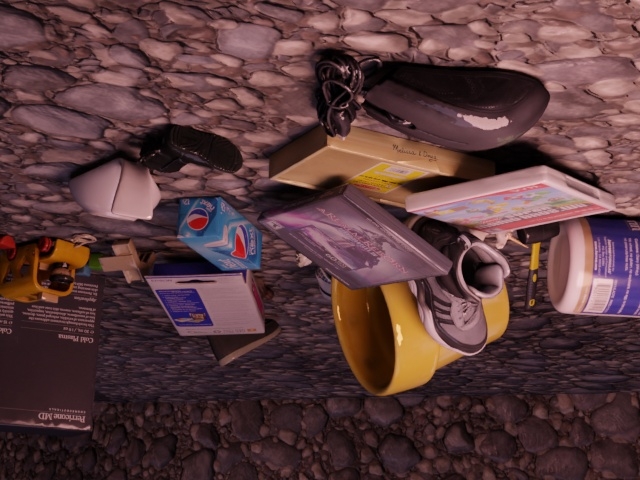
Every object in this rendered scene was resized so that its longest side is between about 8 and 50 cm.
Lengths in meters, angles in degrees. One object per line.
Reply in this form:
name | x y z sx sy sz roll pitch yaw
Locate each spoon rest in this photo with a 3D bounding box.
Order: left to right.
spoon rest | -0.283 -0.072 1.712 0.137 0.084 0.276 10 179 -18

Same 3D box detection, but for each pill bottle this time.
pill bottle | 0.498 0.045 1.857 0.264 0.153 0.153 4 165 -5

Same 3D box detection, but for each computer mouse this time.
computer mouse | 0.128 -0.144 1.378 0.272 0.072 0.188 3 164 0

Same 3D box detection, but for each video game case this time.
video game case | 0.044 0.001 1.745 0.196 0.026 0.274 36 159 -19
video game case | 0.272 -0.052 1.679 0.204 0.025 0.285 -12 168 30

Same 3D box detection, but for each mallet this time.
mallet | 0.347 0.034 1.896 0.062 0.039 0.190 -21 135 -8

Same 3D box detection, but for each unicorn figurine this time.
unicorn figurine | 0.228 0.000 1.892 0.162 0.111 0.060 18 137 36

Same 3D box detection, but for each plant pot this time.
plant pot | 0.175 0.113 2.019 0.239 0.254 0.254 -13 171 -21

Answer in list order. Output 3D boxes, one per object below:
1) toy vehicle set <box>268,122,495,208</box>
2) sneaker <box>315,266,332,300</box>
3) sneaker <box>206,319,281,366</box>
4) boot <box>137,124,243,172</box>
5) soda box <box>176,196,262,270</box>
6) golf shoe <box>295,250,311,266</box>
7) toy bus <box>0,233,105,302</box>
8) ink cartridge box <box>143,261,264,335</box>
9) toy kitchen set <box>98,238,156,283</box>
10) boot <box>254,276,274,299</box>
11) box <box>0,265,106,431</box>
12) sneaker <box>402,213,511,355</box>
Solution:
toy vehicle set | 0.083 -0.095 1.630 0.267 0.035 0.166 11 163 -28
sneaker | 0.109 0.068 2.148 0.235 0.090 0.095 -2 150 4
sneaker | -0.174 0.188 2.663 0.083 0.118 0.222 -31 177 31
boot | -0.177 -0.112 1.597 0.121 0.045 0.099 20 156 -28
soda box | -0.160 -0.009 1.929 0.071 0.067 0.210 -2 165 16
golf shoe | 0.000 0.000 1.944 0.086 0.069 0.176 -3 166 -3
toy bus | -0.492 0.060 2.159 0.191 0.104 0.202 3 165 -1
ink cartridge box | -0.209 0.101 2.246 0.175 0.069 0.371 -2 161 3
toy kitchen set | -0.349 0.024 2.146 0.068 0.075 0.083 -6 123 18
boot | -0.153 0.101 2.385 0.106 0.037 0.114 -13 165 9
box | -0.620 0.215 2.357 0.343 0.312 0.179 9 164 -22
sneaker | 0.216 0.082 1.779 0.153 0.101 0.268 19 144 51
